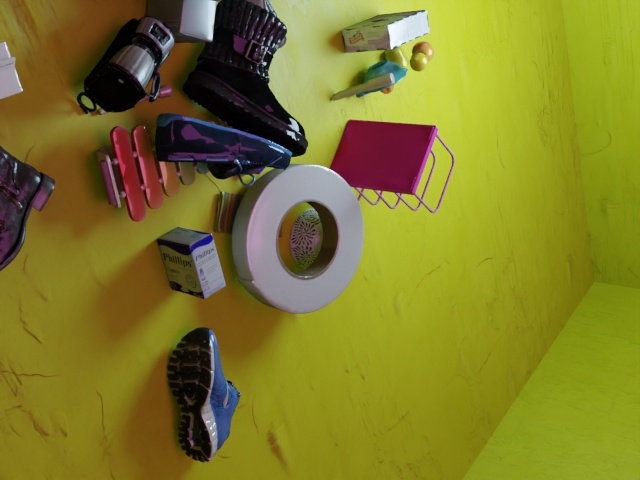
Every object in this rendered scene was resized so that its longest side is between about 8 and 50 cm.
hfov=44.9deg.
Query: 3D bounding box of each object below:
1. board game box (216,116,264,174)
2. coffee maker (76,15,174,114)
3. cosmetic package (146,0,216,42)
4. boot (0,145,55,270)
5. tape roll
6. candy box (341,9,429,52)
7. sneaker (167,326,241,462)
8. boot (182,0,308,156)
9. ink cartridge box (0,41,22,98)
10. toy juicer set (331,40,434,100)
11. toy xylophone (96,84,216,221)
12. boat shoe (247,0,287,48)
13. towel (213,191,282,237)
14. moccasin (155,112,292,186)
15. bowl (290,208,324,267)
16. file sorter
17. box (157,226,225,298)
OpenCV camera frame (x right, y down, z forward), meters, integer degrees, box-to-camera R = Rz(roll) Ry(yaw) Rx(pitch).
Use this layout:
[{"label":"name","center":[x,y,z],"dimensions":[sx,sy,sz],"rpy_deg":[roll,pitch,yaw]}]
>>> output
[{"label":"board game box","center":[-0.166,-0.285,1.924],"dimensions":[0.147,0.045,0.194],"rpy_deg":[-53,133,-29]},{"label":"coffee maker","center":[-0.398,-0.357,1.571],"dimensions":[0.120,0.171,0.178],"rpy_deg":[66,33,-42]},{"label":"cosmetic package","center":[-0.293,-0.549,1.658],"dimensions":[0.107,0.127,0.238],"rpy_deg":[6,91,-51]},{"label":"boot","center":[-0.629,-0.083,1.397],"dimensions":[0.229,0.091,0.263],"rpy_deg":[41,62,-40]},{"label":"tape roll","center":[-0.052,-0.005,2.009],"dimensions":[0.392,0.072,0.392],"rpy_deg":[-6,100,-39]},{"label":"candy box","center":[0.184,-0.590,2.187],"dimensions":[0.196,0.164,0.070],"rpy_deg":[-33,120,-41]},{"label":"sneaker","center":[-0.277,0.362,1.888],"dimensions":[0.147,0.129,0.330],"rpy_deg":[-29,123,-60]},{"label":"boot","center":[-0.132,-0.381,1.815],"dimensions":[0.348,0.131,0.260],"rpy_deg":[34,65,-30]},{"label":"ink cartridge box","center":[-0.593,-0.286,1.337],"dimensions":[0.092,0.143,0.090],"rpy_deg":[-35,123,-40]},{"label":"toy juicer set","center":[0.207,-0.465,2.207],"dimensions":[0.329,0.209,0.090],"rpy_deg":[-44,120,-36]},{"label":"toy xylophone","center":[-0.362,-0.198,1.681],"dimensions":[0.322,0.081,0.236],"rpy_deg":[-38,124,-40]},{"label":"boat shoe","center":[-0.153,-0.562,1.889],"dimensions":[0.206,0.075,0.065],"rpy_deg":[51,16,-36]},{"label":"towel","center":[-0.175,-0.063,1.979],"dimensions":[0.237,0.021,0.102],"rpy_deg":[5,95,-51]},{"label":"moccasin","center":[-0.220,-0.190,1.709],"dimensions":[0.341,0.137,0.117],"rpy_deg":[10,93,-36]},{"label":"bowl","center":[0.000,0.000,2.156],"dimensions":[0.170,0.080,0.170],"rpy_deg":[-15,109,-48]},{"label":"file sorter","center":[0.205,-0.203,2.198],"dimensions":[0.182,0.290,0.202],"rpy_deg":[38,68,-50]},{"label":"box","center":[-0.296,0.050,1.776],"dimensions":[0.072,0.126,0.137],"rpy_deg":[-33,121,-40]}]
